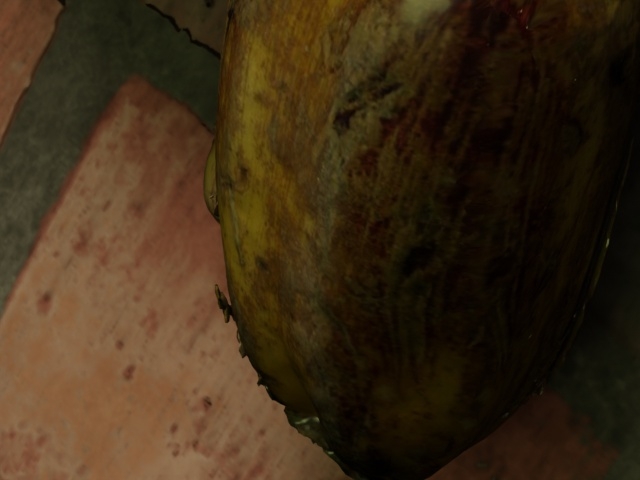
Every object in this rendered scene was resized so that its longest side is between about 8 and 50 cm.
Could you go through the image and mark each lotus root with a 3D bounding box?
[{"bbox_3d":[0.043,-0.054,0.897,0.196,0.179,0.397,28,128,23],"label":"lotus root"}]

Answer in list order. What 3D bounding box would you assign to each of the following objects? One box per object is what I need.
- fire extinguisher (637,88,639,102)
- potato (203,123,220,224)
[{"bbox_3d":[0.185,-0.236,0.959,0.114,0.135,0.337,2,93,-10],"label":"fire extinguisher"},{"bbox_3d":[0.000,0.000,1.078,0.172,0.100,0.089,27,108,25],"label":"potato"}]
